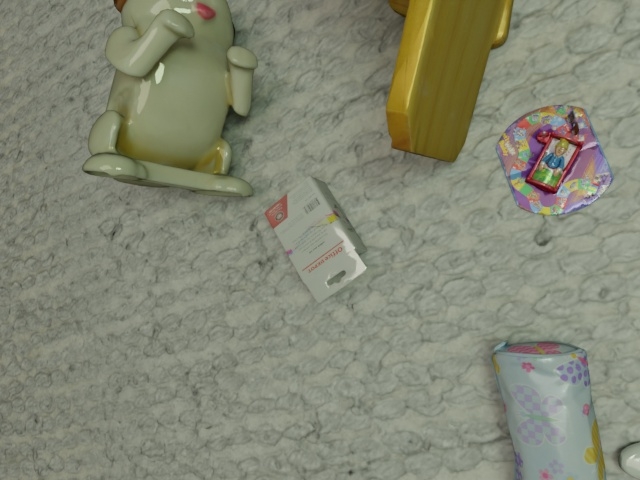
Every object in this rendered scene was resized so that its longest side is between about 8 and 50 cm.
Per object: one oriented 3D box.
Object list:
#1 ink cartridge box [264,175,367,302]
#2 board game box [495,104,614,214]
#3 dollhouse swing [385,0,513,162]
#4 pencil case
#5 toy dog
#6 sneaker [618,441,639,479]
[{"bbox_3d":[0.000,0.000,0.765,0.115,0.067,0.198,-36,72,18],"label":"ink cartridge box"},{"bbox_3d":[0.344,-0.122,0.636,0.133,0.033,0.169,-20,79,22],"label":"board game box"},{"bbox_3d":[0.098,-0.317,0.598,0.315,0.346,0.305,34,112,22],"label":"dollhouse swing"},{"bbox_3d":[0.312,0.275,0.584,0.124,0.113,0.273,-11,82,48],"label":"pencil case"},{"bbox_3d":[-0.272,-0.303,0.825,0.395,0.284,0.408,12,94,61],"label":"toy dog"},{"bbox_3d":[0.469,0.296,0.540,0.152,0.061,0.054,0,89,26],"label":"sneaker"}]
